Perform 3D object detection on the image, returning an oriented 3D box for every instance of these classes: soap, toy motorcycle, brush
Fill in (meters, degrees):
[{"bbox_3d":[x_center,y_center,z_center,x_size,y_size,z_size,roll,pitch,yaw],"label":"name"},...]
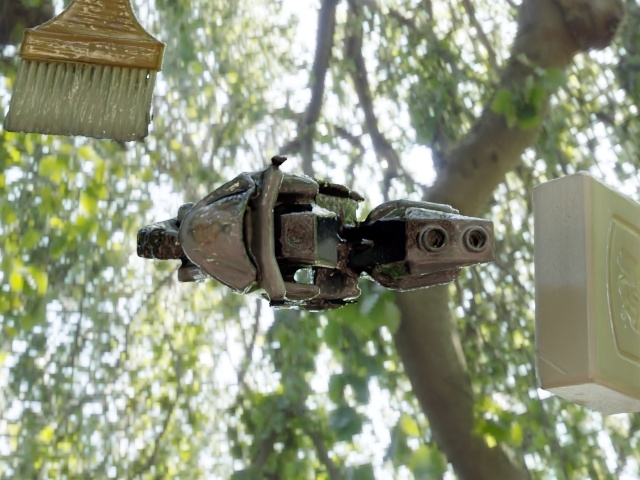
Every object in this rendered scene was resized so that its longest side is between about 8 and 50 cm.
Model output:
[{"bbox_3d":[0.233,0.047,1.049,0.064,0.183,0.121,-15,-27,39],"label":"soap"},{"bbox_3d":[0.000,0.000,0.920,0.270,0.106,0.159,1,-6,-8],"label":"toy motorcycle"},{"bbox_3d":[-0.119,-0.158,0.704,0.082,0.218,0.010,7,-16,3],"label":"brush"}]
